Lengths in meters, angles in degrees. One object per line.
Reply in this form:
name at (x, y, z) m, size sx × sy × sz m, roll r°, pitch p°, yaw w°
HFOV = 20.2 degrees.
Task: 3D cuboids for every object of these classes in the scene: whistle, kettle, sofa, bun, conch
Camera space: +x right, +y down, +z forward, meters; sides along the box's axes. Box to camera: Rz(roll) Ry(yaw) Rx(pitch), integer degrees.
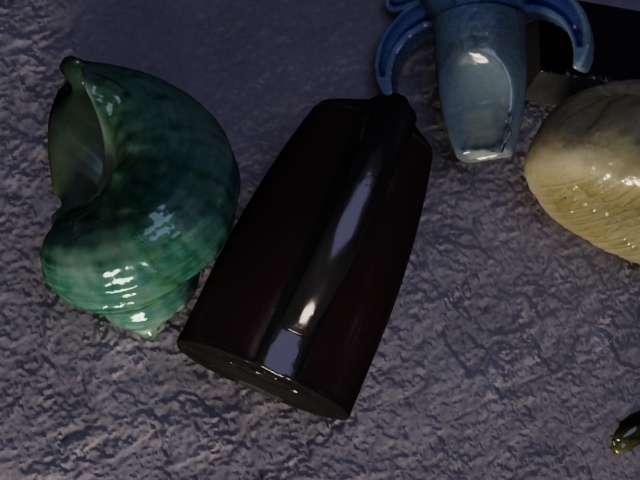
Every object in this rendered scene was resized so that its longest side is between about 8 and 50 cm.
whistle at (0.132, -0.189, 1.472) m, size 0.180 × 0.093 × 0.269 m, roll -5°, pitch 71°, yaw 20°
kettle at (0.000, 0.000, 1.369) m, size 0.144 × 0.202 × 0.232 m, roll 22°, pitch 78°, yaw 1°
sofa at (0.243, -0.150, 1.527) m, size 0.147 × 0.060 × 0.085 m, roll 7°, pitch 62°, yaw -11°
bun at (0.269, -0.062, 1.438) m, size 0.178 × 0.193 × 0.128 m, roll 34°, pitch 74°, yaw -15°
conch at (-0.142, -0.024, 1.377) m, size 0.134 × 0.196 × 0.202 m, roll 12°, pitch 101°, yaw -26°

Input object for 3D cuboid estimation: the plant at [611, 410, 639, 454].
plant at (0.444, 0.199, 1.448) m, size 0.251 × 0.180 × 0.333 m, roll -38°, pitch 86°, yaw -26°
